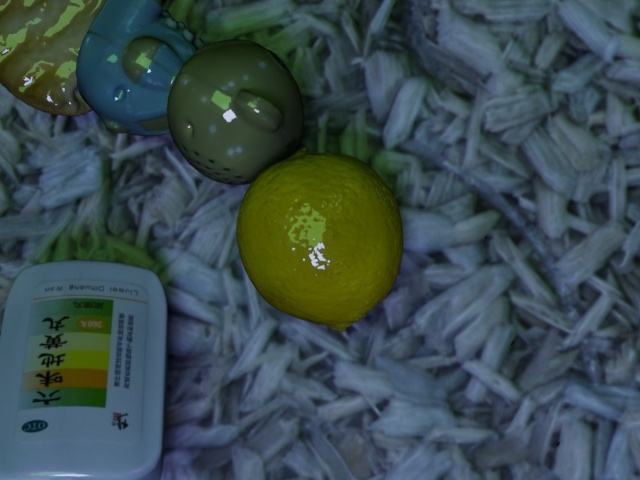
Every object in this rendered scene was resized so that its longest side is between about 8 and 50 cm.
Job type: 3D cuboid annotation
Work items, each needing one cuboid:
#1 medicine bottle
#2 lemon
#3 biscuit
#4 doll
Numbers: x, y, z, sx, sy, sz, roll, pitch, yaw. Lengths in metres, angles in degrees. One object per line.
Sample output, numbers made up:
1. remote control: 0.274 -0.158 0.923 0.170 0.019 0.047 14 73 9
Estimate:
1. medicine bottle: -0.254 0.182 1.036 0.179 0.124 0.324 3 56 -8
2. lemon: 0.000 0.000 1.055 0.178 0.178 0.203 -12 87 9
3. biscuit: -0.312 -0.299 1.223 0.213 0.091 0.274 34 88 13
4. doll: -0.138 -0.165 1.116 0.261 0.177 0.161 26 80 18
